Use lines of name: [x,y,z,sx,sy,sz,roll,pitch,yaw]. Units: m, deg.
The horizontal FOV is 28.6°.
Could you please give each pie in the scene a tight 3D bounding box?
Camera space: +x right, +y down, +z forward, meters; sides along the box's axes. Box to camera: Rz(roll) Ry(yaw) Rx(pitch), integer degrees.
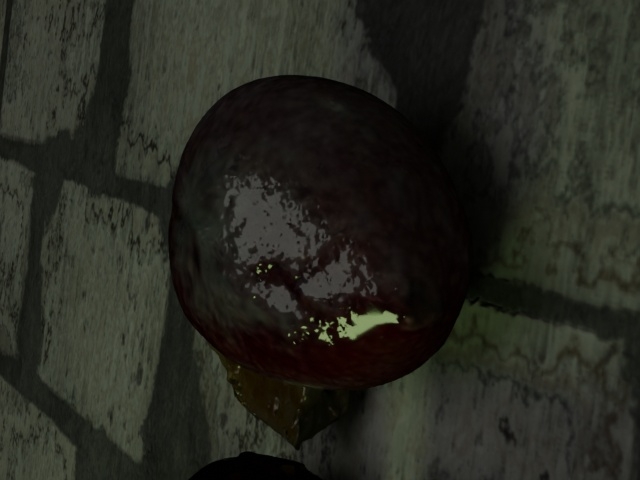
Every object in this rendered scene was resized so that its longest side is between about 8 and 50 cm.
pie: [-0.050,0.087,1.148,0.282,0.068,0.128,38,117,57]

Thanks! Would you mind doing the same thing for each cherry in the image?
cherry: [0.000,0.000,0.938,0.300,0.203,0.230,35,109,49]

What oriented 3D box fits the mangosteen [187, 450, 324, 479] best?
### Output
mangosteen: [-0.053,0.266,1.032,0.172,0.172,0.184,6,101,61]
